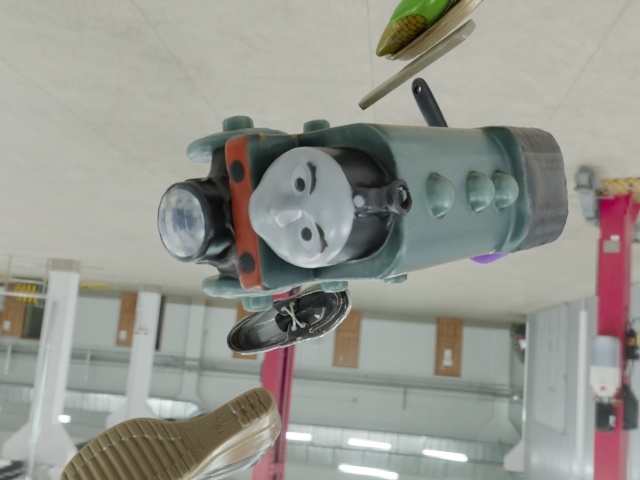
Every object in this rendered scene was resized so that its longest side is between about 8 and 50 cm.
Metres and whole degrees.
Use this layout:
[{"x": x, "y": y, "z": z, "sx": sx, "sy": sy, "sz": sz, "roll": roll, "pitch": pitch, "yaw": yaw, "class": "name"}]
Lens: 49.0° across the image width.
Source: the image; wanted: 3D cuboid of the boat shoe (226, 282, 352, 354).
[{"x": -0.030, "y": 0.071, "z": 0.624, "sx": 0.125, "sy": 0.046, "sz": 0.038, "roll": -22, "pitch": 170, "yaw": 29, "class": "boat shoe"}]

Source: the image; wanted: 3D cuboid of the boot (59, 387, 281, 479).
[{"x": -0.162, "y": 0.263, "z": 0.806, "sx": 0.248, "sy": 0.090, "sz": 0.207, "roll": -18, "pitch": 151, "yaw": -23, "class": "boot"}]

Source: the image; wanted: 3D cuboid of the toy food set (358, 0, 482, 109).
[{"x": 0.090, "y": -0.182, "z": 0.502, "sx": 0.038, "sy": 0.192, "sz": 0.132, "roll": 44, "pitch": 146, "yaw": -14, "class": "toy food set"}]

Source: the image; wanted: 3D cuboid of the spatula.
[{"x": 0.192, "y": -0.106, "z": 1.017, "sx": 0.030, "sy": 0.296, "sz": 0.084, "roll": -6, "pitch": 160, "yaw": -41, "class": "spatula"}]

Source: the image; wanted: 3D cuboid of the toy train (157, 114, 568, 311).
[{"x": 0.048, "y": -0.030, "z": 0.530, "sx": 0.190, "sy": 0.142, "sz": 0.334, "roll": -6, "pitch": 180, "yaw": 40, "class": "toy train"}]
